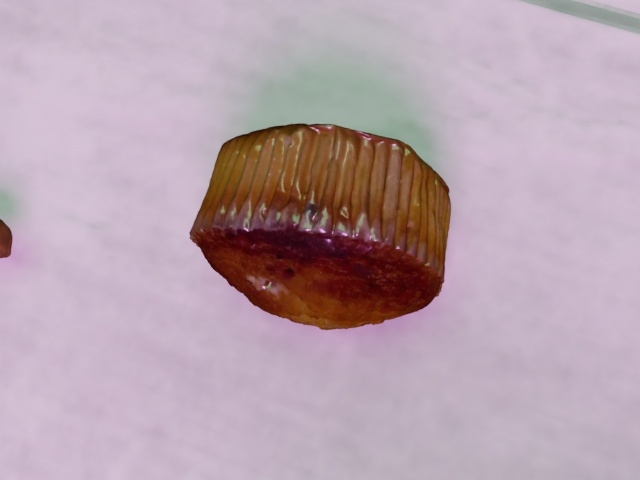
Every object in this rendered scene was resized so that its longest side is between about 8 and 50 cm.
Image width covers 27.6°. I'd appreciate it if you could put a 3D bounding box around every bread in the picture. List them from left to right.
[{"bbox_3d":[0.000,0.000,0.424,0.085,0.085,0.053,7,69,11],"label":"bread"}]

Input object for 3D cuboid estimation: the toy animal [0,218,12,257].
[{"bbox_3d":[-0.198,0.101,0.437,0.224,0.066,0.229,-16,67,4],"label":"toy animal"}]
